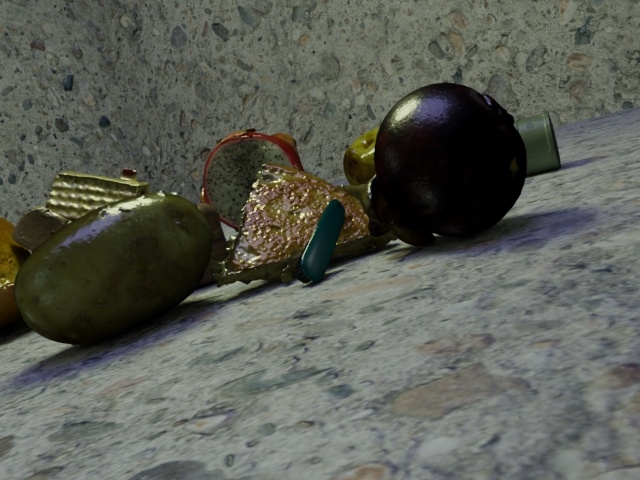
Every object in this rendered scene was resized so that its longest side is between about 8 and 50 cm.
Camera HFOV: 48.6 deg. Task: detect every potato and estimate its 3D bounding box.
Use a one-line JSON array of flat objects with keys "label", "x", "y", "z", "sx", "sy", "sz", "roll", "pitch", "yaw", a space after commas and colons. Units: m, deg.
[{"label": "potato", "x": -0.281, "y": 0.038, "z": 1.002, "sx": 0.210, "sy": 0.173, "sz": 0.307, "roll": -30, "pitch": 1, "yaw": 44}]

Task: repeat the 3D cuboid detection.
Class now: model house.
[{"label": "model house", "x": -0.480, "y": -0.038, "z": 1.532, "sx": 0.196, "sy": 0.254, "sz": 0.160, "roll": 10, "pitch": 4, "yaw": 3}]

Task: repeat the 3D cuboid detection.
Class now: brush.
[{"label": "brush", "x": 0.000, "y": 0.000, "z": 1.039, "sx": 0.032, "sy": 0.043, "sz": 0.193, "roll": -32, "pitch": 20, "yaw": 31}]

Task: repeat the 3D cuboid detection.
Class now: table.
[{"label": "table", "x": 0.408, "y": -0.196, "z": 1.574, "sx": 0.220, "sy": 0.126, "sz": 0.126, "roll": -13, "pitch": 7, "yaw": 22}]

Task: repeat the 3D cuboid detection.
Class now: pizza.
[{"label": "pizza", "x": -0.068, "y": -0.009, "z": 1.116, "sx": 0.280, "sy": 0.075, "sz": 0.287, "roll": 35, "pitch": 52, "yaw": 28}]

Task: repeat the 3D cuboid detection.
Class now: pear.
[{"label": "pear", "x": 0.167, "y": -0.201, "z": 1.934, "sx": 0.197, "sy": 0.197, "sz": 0.197, "roll": -15, "pitch": 7, "yaw": 2}]

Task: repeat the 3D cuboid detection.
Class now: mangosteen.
[{"label": "mangosteen", "x": 0.165, "y": -0.095, "z": 1.023, "sx": 0.265, "sy": 0.228, "sz": 0.228, "roll": -46, "pitch": -6, "yaw": 23}]

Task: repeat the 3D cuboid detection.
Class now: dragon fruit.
[{"label": "dragon fruit", "x": -0.155, "y": -0.151, "z": 1.874, "sx": 0.290, "sy": 0.291, "sz": 0.189, "roll": -14, "pitch": 6, "yaw": 14}]

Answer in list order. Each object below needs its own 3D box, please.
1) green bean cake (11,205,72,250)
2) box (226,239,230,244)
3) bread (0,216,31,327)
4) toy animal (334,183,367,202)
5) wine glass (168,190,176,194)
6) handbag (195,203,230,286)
[{"label": "green bean cake", "x": -0.504, "y": 0.000, "z": 1.363, "sx": 0.109, "sy": 0.085, "sz": 0.179, "roll": 28, "pitch": -12, "yaw": 2}, {"label": "box", "x": -0.114, "y": -0.009, "z": 1.568, "sx": 0.212, "sy": 0.042, "sz": 0.201, "roll": -12, "pitch": 6, "yaw": 23}, {"label": "bread", "x": -0.706, "y": 0.099, "z": 1.317, "sx": 0.398, "sy": 0.215, "sz": 0.398, "roll": -20, "pitch": 4, "yaw": 2}, {"label": "toy animal", "x": 0.114, "y": -0.083, "z": 1.419, "sx": 0.218, "sy": 0.101, "sz": 0.103, "roll": -18, "pitch": 9, "yaw": -21}, {"label": "wine glass", "x": -0.314, "y": -0.070, "z": 1.360, "sx": 0.083, "sy": 0.042, "sz": 0.039, "roll": -13, "pitch": 43, "yaw": -17}, {"label": "handbag", "x": -0.327, "y": 0.030, "z": 1.316, "sx": 0.283, "sy": 0.149, "sz": 0.302, "roll": -20, "pitch": 10, "yaw": -21}]
